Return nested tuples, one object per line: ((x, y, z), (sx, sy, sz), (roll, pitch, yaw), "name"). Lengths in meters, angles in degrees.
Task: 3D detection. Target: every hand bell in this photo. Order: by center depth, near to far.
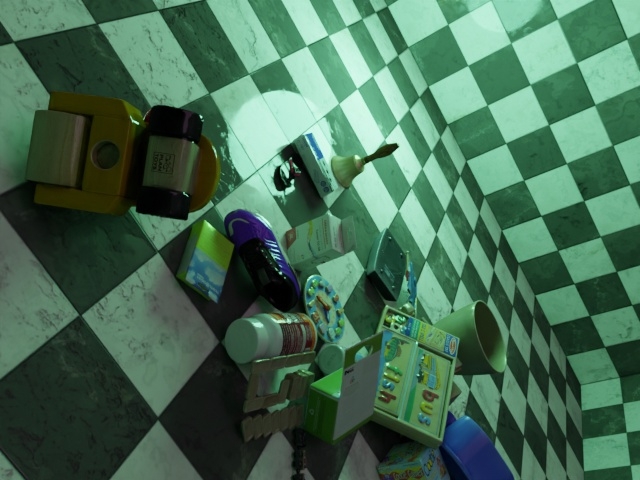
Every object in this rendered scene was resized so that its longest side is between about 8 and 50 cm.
((0.170, -0.289, 2.063), (0.126, 0.242, 0.126), (36, 42, -41), "hand bell")

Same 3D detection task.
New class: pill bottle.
((-0.115, 0.233, 1.399), (0.221, 0.121, 0.121), (9, 63, -56), "pill bottle")
((0.074, 0.348, 1.652), (0.160, 0.087, 0.087), (29, 48, -46), "pill bottle")

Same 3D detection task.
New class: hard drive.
((0.237, 0.087, 2.109), (0.172, 0.054, 0.254), (53, 34, -23), "hard drive")

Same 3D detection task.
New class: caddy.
((0.430, 0.694, 1.813), (0.179, 0.241, 0.341), (-36, 95, -18), "caddy")

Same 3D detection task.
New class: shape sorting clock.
((0.014, 0.197, 1.703), (0.206, 0.040, 0.206), (35, 44, -42), "shape sorting clock")

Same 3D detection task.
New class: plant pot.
((0.477, 0.373, 2.083), (0.256, 0.274, 0.256), (35, 43, -41), "plant pot")

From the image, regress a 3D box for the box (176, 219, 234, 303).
((-0.265, 0.052, 1.357), (0.109, 0.042, 0.178), (43, 38, -33), "box")

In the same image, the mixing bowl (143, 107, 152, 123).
((-0.357, -0.198, 1.322), (0.181, 0.098, 0.181), (36, 42, -41), "mixing bowl")

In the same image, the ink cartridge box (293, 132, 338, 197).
((-0.013, -0.250, 1.930), (0.207, 0.046, 0.097), (63, 20, -7), "ink cartridge box")

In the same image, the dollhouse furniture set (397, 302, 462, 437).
((0.270, 0.426, 1.945), (0.303, 0.173, 0.355), (-17, 56, -36), "dollhouse furniture set")

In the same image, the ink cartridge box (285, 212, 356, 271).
((0.000, 0.000, 1.653), (0.067, 0.198, 0.115), (26, 50, -49), "ink cartridge box")

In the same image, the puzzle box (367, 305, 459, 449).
((0.272, 0.404, 1.801), (0.272, 0.052, 0.409), (25, 42, 0), "puzzle box")

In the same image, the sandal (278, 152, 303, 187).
((-0.084, -0.226, 1.822), (0.067, 0.040, 0.179), (55, 33, -23), "sandal")

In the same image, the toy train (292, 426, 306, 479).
((-0.049, 0.529, 1.405), (0.036, 0.027, 0.158), (46, 36, -49), "toy train")

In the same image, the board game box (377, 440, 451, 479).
((0.296, 0.738, 1.693), (0.144, 0.142, 0.275), (-18, 87, -60), "board game box")

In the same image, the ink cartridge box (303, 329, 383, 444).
((0.063, 0.354, 1.488), (0.189, 0.097, 0.255), (-12, 112, -53), "ink cartridge box")

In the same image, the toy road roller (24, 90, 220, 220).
((-0.358, -0.144, 1.130), (0.240, 0.330, 0.202), (36, 63, -88), "toy road roller")

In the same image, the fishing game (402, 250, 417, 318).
((0.327, 0.168, 2.161), (0.264, 0.041, 0.189), (70, 21, -46), "fishing game")

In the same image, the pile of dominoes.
((-0.106, 0.355, 1.371), (0.251, 0.040, 0.195), (7, 97, -55), "pile of dominoes")

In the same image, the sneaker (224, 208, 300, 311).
((-0.139, 0.056, 1.455), (0.293, 0.102, 0.146), (56, 13, -18), "sneaker")
